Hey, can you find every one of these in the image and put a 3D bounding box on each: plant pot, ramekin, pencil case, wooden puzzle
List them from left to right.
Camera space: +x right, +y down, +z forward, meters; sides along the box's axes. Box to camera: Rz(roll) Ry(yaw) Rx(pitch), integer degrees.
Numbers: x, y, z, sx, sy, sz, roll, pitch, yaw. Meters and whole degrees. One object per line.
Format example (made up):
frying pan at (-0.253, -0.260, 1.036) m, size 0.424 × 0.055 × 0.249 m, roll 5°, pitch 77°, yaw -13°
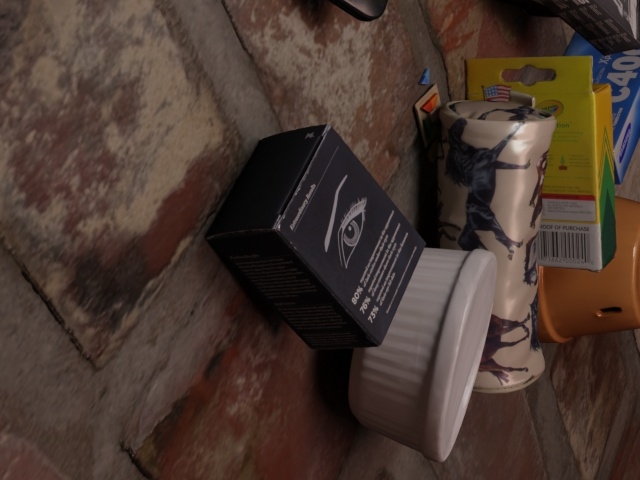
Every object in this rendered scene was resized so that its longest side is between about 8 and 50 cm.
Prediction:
ramekin at (0.127, 0.132, 1.468) m, size 0.273 × 0.127 × 0.272 m, roll 13°, pitch 90°, yaw -75°
wooden puzzle at (0.156, -0.175, 1.640) m, size 0.078 × 0.014 × 0.116 m, roll -57°, pitch 138°, yaw -38°
pencil case at (0.243, -0.001, 1.648) m, size 0.183 × 0.160 × 0.410 m, roll -19°, pitch 112°, yaw -61°
plant pot at (0.460, 0.037, 1.976) m, size 0.291 × 0.203 × 0.290 m, roll -9°, pitch 101°, yaw -57°

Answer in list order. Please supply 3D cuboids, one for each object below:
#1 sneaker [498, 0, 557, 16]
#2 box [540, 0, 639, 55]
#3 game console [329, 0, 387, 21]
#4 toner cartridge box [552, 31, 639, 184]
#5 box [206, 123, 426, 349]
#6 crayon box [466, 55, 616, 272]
sneaker at (0.360, -0.421, 1.849) m, size 0.290 × 0.106 × 0.123 m, roll 2°, pitch 94°, yaw -57°
box at (0.397, -0.452, 1.774) m, size 0.307 × 0.077 × 0.242 m, roll 24°, pitch 65°, yaw -47°
game console at (0.050, -0.430, 1.273) m, size 0.250 × 0.173 × 0.293 m, roll 26°, pitch 71°, yaw -33°
toner cartridge box at (0.476, -0.240, 2.006) m, size 0.348 × 0.165 × 0.075 m, roll -60°, pitch 139°, yaw -36°
box at (0.000, 0.000, 1.282) m, size 0.207 × 0.108 × 0.153 m, roll 50°, pitch 52°, yaw -31°
crayon box at (0.330, -0.121, 1.749) m, size 0.081 × 0.202 × 0.318 m, roll -29°, pitch 118°, yaw -54°
